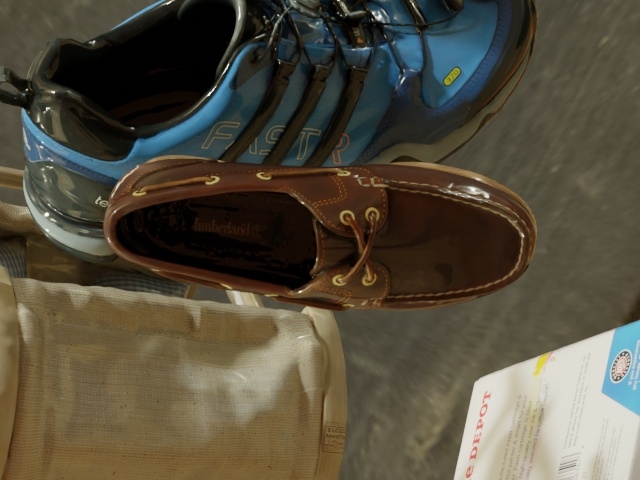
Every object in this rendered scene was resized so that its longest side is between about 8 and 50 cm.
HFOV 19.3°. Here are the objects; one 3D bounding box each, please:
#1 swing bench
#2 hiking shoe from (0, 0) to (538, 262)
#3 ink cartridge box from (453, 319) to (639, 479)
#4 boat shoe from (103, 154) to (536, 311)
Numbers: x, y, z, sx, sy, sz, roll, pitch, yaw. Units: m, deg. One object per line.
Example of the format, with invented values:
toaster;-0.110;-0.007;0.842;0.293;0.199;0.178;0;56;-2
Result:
swing bench;-0.143;0.072;1.184;0.253;0.255;0.165;9;110;-38
hiking shoe;-0.015;-0.086;0.994;0.304;0.132;0.113;-24;61;-14
ink cartridge box;0.232;0.187;1.447;0.168;0.233;0.171;28;62;-23
boat shoe;0.000;0.000;0.893;0.207;0.073;0.073;2;101;3
